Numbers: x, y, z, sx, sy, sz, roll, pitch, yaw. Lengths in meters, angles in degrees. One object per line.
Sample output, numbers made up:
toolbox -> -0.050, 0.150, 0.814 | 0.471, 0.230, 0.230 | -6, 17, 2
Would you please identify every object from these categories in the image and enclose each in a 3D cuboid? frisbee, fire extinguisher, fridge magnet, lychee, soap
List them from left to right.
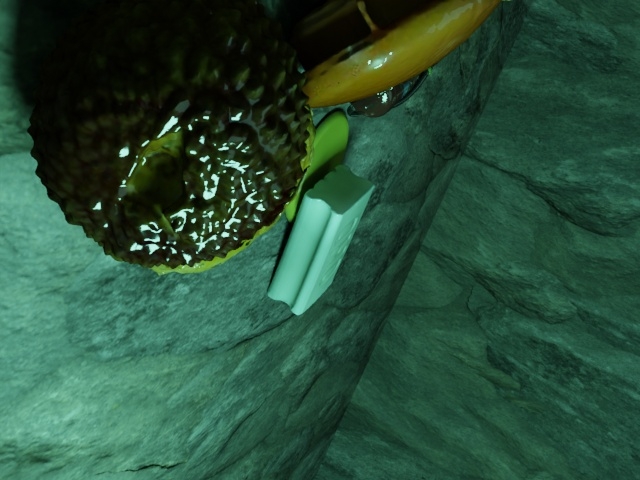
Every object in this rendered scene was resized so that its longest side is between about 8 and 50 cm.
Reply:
lychee -> -0.132, -0.117, 0.772 | 0.267, 0.267, 0.267 | -56, 163, -28
frisbee -> -0.003, -0.137, 1.572 | 0.236, 0.017, 0.236 | -55, 162, -28
soap -> 0.000, 0.000, 1.609 | 0.160, 0.087, 0.265 | -42, 160, -51
fridge magnet -> 0.101, -0.305, 1.170 | 0.363, 0.155, 0.363 | -29, -170, 6
fire extinguisher -> 0.147, -0.322, 1.582 | 0.141, 0.105, 0.341 | -35, -170, 43

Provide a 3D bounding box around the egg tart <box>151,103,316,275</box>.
egg tart -> -0.135, -0.081, 1.037 | 0.297, 0.132, 0.297 | -43, 157, -23
